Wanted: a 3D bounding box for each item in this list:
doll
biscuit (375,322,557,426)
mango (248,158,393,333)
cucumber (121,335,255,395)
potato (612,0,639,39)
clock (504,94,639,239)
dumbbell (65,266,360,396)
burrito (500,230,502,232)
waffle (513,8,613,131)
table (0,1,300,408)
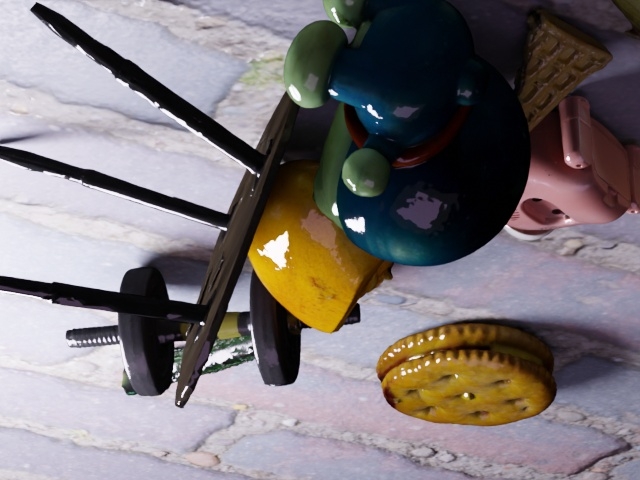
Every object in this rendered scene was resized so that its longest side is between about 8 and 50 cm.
[{"bbox_3d":[0.082,-0.093,1.618,0.186,0.198,0.322,19,161,20],"label":"doll"},{"bbox_3d":[0.176,0.167,2.249,0.220,0.066,0.220,1,152,0],"label":"biscuit"},{"bbox_3d":[0.000,0.000,1.861,0.154,0.126,0.252,28,161,21],"label":"mango"},{"bbox_3d":[-0.129,0.137,2.217,0.256,0.043,0.044,-19,151,30],"label":"cucumber"},{"bbox_3d":[0.274,-0.216,1.520,0.105,0.085,0.188,3,158,46],"label":"potato"},{"bbox_3d":[0.214,-0.056,1.809,0.162,0.093,0.166,-16,149,33],"label":"clock"},{"bbox_3d":[-0.118,0.093,2.028,0.325,0.143,0.143,-5,152,9],"label":"dumbbell"},{"bbox_3d":[0.114,-0.045,1.863,0.064,0.064,0.203,-20,147,32],"label":"burrito"},{"bbox_3d":[0.181,-0.140,1.684,0.097,0.023,0.152,20,131,-34],"label":"waffle"},{"bbox_3d":[-0.191,-0.031,1.688,0.249,0.317,0.317,20,149,-7],"label":"table"}]
